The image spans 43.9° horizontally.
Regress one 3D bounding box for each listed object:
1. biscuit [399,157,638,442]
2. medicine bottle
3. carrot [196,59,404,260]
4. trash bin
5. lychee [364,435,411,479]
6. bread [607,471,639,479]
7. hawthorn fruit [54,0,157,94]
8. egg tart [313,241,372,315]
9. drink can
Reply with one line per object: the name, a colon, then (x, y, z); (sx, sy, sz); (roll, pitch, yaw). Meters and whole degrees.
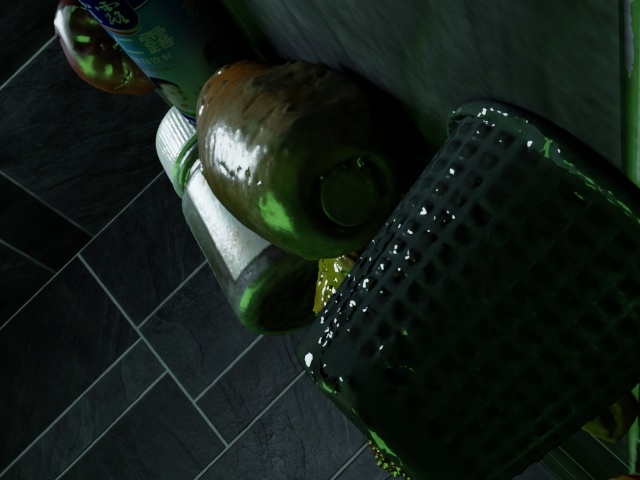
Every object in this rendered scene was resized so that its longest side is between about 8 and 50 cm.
biscuit: (0.134, 0.048, 0.744); (0.351, 0.057, 0.312); (47, 176, -31)
medicine bottle: (-0.071, -0.042, 0.908); (0.273, 0.165, 0.165); (59, -176, 30)
carrot: (-0.037, -0.079, 0.647); (0.138, 0.139, 0.302); (47, 177, -24)
trash bin: (0.083, 0.046, 0.411); (0.175, 0.161, 0.175); (43, 177, 3)
lychee: (0.196, 0.302, 1.352); (0.271, 0.271, 0.271); (45, 177, 3)
bread: (0.411, 0.414, 0.818); (0.277, 0.167, 0.324); (46, 178, -16)
hawthorn fruit: (-0.231, -0.247, 0.940); (0.148, 0.148, 0.172); (46, -175, -18)
egg tart: (0.062, 0.070, 0.684); (0.212, 0.090, 0.212); (45, 180, 0)
drink can: (-0.144, -0.202, 0.764); (0.097, 0.097, 0.235); (43, 176, 32)
